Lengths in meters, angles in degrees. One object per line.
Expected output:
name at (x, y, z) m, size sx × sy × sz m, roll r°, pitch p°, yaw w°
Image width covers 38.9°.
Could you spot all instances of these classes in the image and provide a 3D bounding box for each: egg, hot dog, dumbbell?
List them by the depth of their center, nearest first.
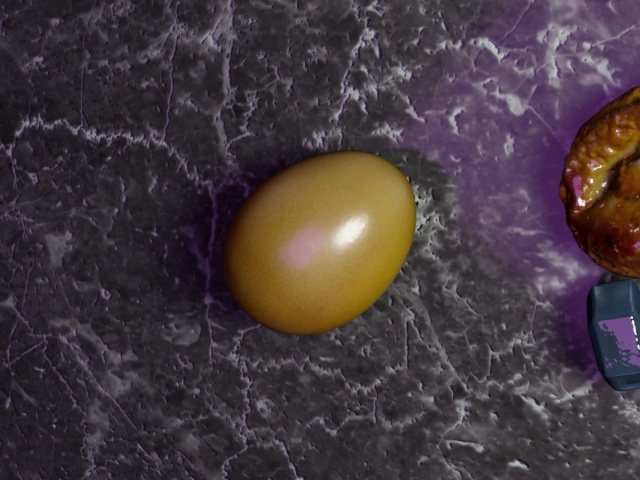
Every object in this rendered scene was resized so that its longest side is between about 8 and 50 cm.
hot dog at (0.502, -0.082, 1.177) m, size 0.387 × 0.174 × 0.267 m, roll -6°, pitch 83°, yaw 28°
dumbbell at (0.526, 0.111, 1.218) m, size 0.316 × 0.143 × 0.156 m, roll -12°, pitch 90°, yaw 23°
egg at (0.000, 0.000, 1.375) m, size 0.322 × 0.250 × 0.250 m, roll -42°, pitch 79°, yaw 14°
